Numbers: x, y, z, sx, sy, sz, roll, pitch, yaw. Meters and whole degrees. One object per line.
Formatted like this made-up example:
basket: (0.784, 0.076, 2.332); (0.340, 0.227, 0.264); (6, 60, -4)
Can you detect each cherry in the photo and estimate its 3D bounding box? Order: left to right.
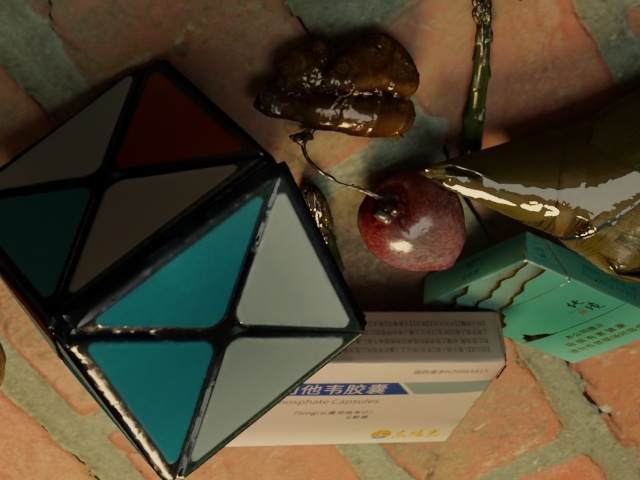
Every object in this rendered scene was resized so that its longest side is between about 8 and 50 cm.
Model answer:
cherry: (0.069, -0.049, 1.858); (0.107, 0.090, 0.225); (-23, 127, 26)

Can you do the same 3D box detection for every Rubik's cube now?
Rubik's cube: (-0.142, 0.025, 1.703); (0.246, 0.250, 0.248); (-39, 132, -9)

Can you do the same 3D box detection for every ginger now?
ginger: (0.023, -0.146, 1.759); (0.162, 0.073, 0.103); (2, 129, -18)

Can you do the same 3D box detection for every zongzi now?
zongzi: (0.280, -0.109, 1.851); (0.289, 0.123, 0.260); (26, 113, -28)

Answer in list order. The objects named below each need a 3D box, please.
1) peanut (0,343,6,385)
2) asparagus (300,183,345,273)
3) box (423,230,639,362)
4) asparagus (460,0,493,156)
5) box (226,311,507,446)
peanut: (-0.416, 0.183, 1.888); (0.137, 0.122, 0.253); (15, 121, -40)
asparagus: (0.000, 0.000, 1.914); (0.036, 0.030, 0.165); (-10, 134, 5)
box: (0.247, 0.066, 2.001); (0.229, 0.041, 0.162); (22, 148, -33)
asparagus: (0.153, -0.147, 1.834); (0.024, 0.025, 0.248); (21, 136, 20)
box: (0.006, 0.149, 1.991); (0.343, 0.065, 0.200); (1, 148, -18)
